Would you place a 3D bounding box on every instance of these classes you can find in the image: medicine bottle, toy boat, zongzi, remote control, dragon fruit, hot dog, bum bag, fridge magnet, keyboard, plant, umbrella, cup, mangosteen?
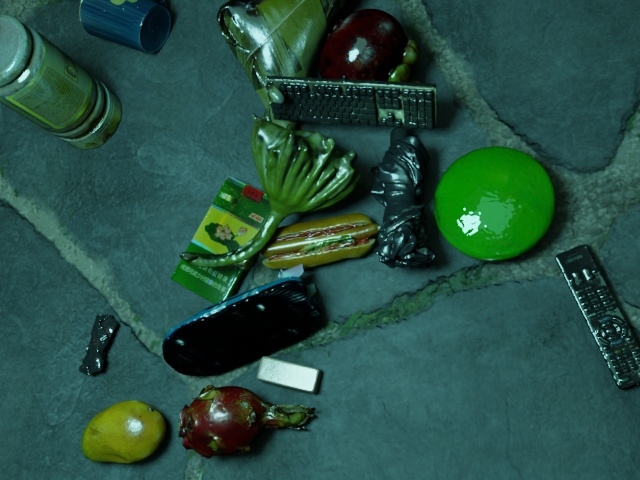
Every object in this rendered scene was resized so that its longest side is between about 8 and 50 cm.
[{"bbox_3d":[-0.548,-0.308,1.441,0.151,0.322,0.151,-4,75,15],"label":"medicine bottle"},{"bbox_3d":[-0.150,0.146,1.327,0.299,0.134,0.092,-23,37,10],"label":"toy boat"},{"bbox_3d":[-0.016,-0.379,1.427,0.289,0.154,0.317,-27,92,2],"label":"zongzi"},{"bbox_3d":[0.465,0.123,1.187,0.063,0.025,0.245,-22,70,8],"label":"remote control"},{"bbox_3d":[-0.131,0.315,1.272,0.246,0.125,0.125,-1,60,-1],"label":"dragon fruit"},{"bbox_3d":[0.000,0.000,1.337,0.236,0.062,0.092,-14,68,12],"label":"hot dog"},{"bbox_3d":[-0.438,0.205,1.422,0.058,0.034,0.124,8,77,27],"label":"bum bag"},{"bbox_3d":[0.301,-0.064,1.252,0.208,0.088,0.208,-4,75,15],"label":"fridge magnet"},{"bbox_3d":[0.052,-0.252,1.311,0.317,0.106,0.027,6,50,16],"label":"keyboard"},{"bbox_3d":[-0.078,-0.079,1.335,0.251,0.180,0.333,28,110,-18],"label":"plant"},{"bbox_3d":[0.143,-0.079,1.287,0.110,0.122,0.272,3,65,-9],"label":"umbrella"},{"bbox_3d":[-0.407,-0.497,1.570,0.155,0.131,0.176,27,59,17],"label":"cup"},{"bbox_3d":[0.097,-0.332,1.351,0.200,0.200,0.199,-4,74,15],"label":"mangosteen"}]

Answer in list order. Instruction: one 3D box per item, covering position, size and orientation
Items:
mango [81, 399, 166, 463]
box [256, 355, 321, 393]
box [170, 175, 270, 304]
[{"bbox_3d":[-0.365,0.354,1.336,0.165,0.089,0.115,-3,84,19],"label":"mango"},{"bbox_3d":[-0.057,0.244,1.306,0.115,0.025,0.048,9,73,18],"label":"box"},{"bbox_3d":[-0.181,0.002,1.404,0.132,0.034,0.235,26,85,21],"label":"box"}]
